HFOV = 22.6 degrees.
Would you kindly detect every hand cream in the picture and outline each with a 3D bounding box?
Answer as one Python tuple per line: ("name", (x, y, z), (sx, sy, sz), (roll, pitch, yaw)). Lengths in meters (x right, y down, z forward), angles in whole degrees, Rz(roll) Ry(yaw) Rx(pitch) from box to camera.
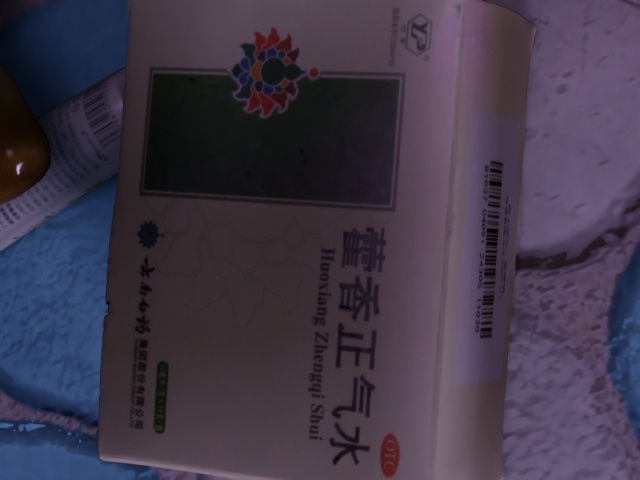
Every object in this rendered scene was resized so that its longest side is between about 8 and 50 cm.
("hand cream", (-0.142, -0.036, 0.818), (0.194, 0.042, 0.067), (-27, 81, 29))

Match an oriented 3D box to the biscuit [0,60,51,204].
("biscuit", (-0.203, -0.099, 0.822), (0.164, 0.047, 0.208), (-24, 67, 36))

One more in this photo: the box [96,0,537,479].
("box", (0.000, 0.000, 0.712), (0.168, 0.095, 0.212), (4, 90, 24))
